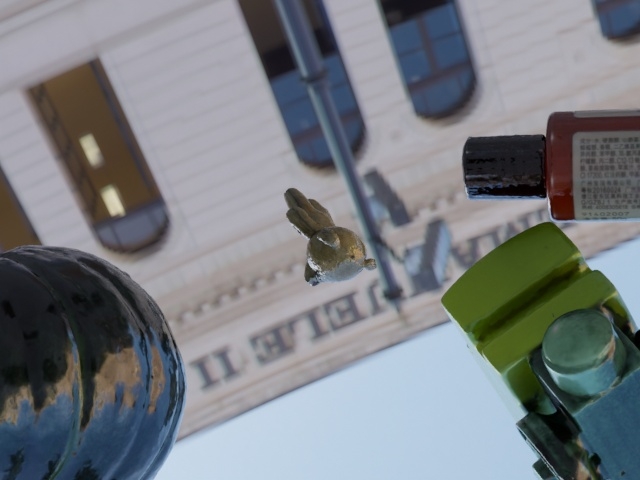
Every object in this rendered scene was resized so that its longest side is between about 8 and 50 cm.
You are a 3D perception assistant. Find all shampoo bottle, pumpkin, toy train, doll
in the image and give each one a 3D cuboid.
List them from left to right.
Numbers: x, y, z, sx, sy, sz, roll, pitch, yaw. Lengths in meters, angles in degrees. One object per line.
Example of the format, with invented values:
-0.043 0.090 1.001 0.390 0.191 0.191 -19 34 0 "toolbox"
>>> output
-0.207 0.083 0.855 0.250 0.216 0.250 -14 176 -1 "pumpkin"
0.006 -0.007 1.061 0.051 0.061 0.093 -38 -137 28 "doll"
0.274 0.178 1.368 0.179 0.442 0.272 -36 -140 -1 "toy train"
0.268 -0.069 1.324 0.278 0.104 0.104 0 -141 13 "shampoo bottle"
